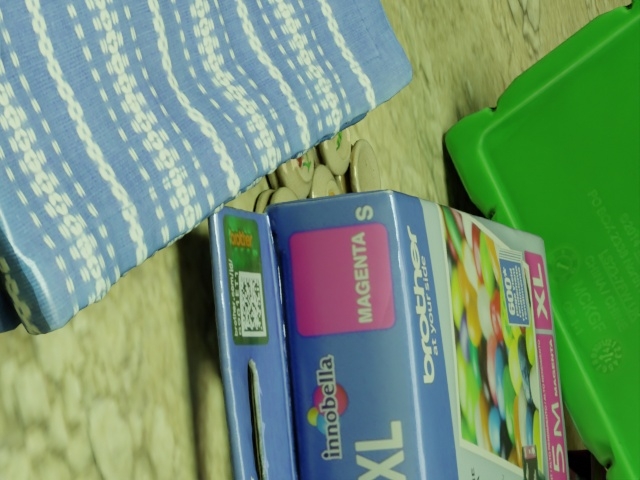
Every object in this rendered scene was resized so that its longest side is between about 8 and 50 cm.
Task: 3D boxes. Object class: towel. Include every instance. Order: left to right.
[{"bbox_3d":[-0.057,-0.127,0.548,0.336,0.040,0.243,-41,116,-66],"label":"towel"}]

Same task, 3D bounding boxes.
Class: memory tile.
[{"bbox_3d":[0.000,0.000,0.717,0.113,0.012,0.148,56,32,-51],"label":"memory tile"}]

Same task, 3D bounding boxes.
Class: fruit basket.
[{"bbox_3d":[0.264,0.065,0.974,0.392,0.283,0.392,41,26,-25],"label":"fruit basket"}]

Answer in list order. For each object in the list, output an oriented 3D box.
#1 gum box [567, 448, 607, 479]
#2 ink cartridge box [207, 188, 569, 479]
[{"bbox_3d":[0.137,0.224,0.932,0.107,0.062,0.188,51,36,-55],"label":"gum box"},{"bbox_3d":[0.045,0.080,0.711,0.311,0.065,0.185,10,74,-67],"label":"ink cartridge box"}]
